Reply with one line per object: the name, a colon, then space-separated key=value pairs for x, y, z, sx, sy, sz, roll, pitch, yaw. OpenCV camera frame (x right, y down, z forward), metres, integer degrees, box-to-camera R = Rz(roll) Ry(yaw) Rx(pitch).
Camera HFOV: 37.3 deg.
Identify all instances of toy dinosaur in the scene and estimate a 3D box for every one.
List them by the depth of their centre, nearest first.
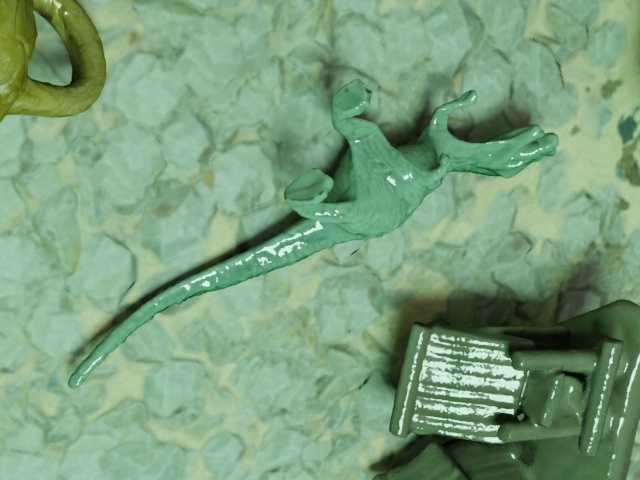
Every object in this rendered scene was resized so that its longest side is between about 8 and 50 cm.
toy dinosaur: x=-0.008 y=-0.031 z=0.637 sx=0.383 sy=0.076 sz=0.129 roll=-20 pitch=137 yaw=-10

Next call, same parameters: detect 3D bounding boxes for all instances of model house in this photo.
model house: x=0.135 y=0.143 z=0.733 sx=0.188 sy=0.122 sz=0.229 roll=4 pitch=108 yaw=-22

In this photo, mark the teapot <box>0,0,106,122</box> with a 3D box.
teapot: x=-0.243 y=-0.133 z=0.467 sx=0.311 sy=0.203 sz=0.167 roll=3 pitch=62 yaw=-45
